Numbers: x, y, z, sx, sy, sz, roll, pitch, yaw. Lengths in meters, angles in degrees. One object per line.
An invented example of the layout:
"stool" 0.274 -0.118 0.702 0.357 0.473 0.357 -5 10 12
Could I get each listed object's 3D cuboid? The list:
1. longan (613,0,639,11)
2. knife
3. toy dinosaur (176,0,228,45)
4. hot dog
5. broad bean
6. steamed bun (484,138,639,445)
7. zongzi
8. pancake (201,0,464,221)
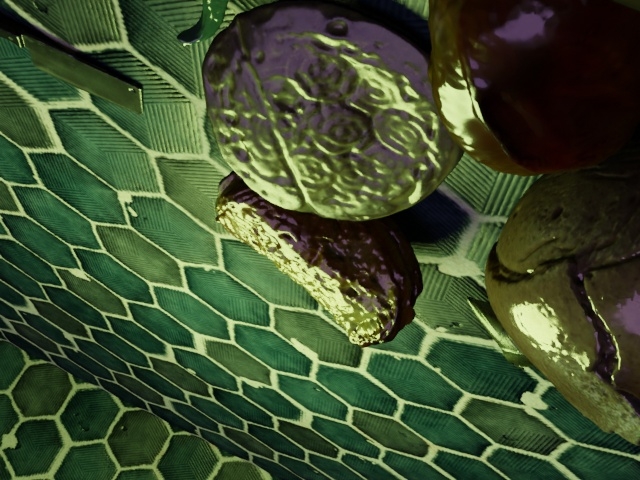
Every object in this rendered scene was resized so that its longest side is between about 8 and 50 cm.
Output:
"longan" 0.167 -0.199 0.248 0.297 0.297 0.297 23 153 12
"knife" -0.320 -0.213 0.968 0.245 0.019 0.072 27 154 0
"toy dinosaur" -0.051 -0.237 0.607 0.120 0.079 0.292 30 153 10
"hot dog" 0.003 -0.001 0.929 0.259 0.114 0.175 44 156 -7
"broad bean" 0.150 -0.128 0.554 0.156 0.122 0.228 -6 151 9
"steamed bun" 0.268 0.062 0.660 0.252 0.199 0.301 32 159 -12
"zongzi" 0.237 0.095 0.946 0.113 0.052 0.104 50 141 -12
"pancake" 0.012 -0.108 0.753 0.250 0.031 0.250 9 135 9
